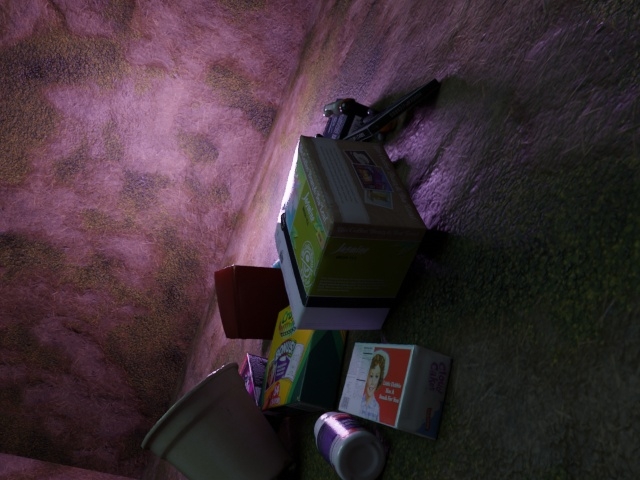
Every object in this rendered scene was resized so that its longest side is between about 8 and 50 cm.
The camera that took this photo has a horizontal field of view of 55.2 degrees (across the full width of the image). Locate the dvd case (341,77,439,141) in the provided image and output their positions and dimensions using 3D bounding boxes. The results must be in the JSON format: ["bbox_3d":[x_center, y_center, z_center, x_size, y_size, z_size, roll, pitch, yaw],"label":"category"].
[{"bbox_3d":[0.180,-0.330,1.600,0.238,0.030,0.179,-38,10,-17],"label":"dvd case"}]

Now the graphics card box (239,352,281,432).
[{"bbox_3d":[-0.227,0.565,2.030,0.233,0.094,0.371,-67,19,13],"label":"graphics card box"}]

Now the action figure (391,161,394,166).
[{"bbox_3d":[0.129,-0.142,1.617,0.091,0.139,0.281,-52,23,46],"label":"action figure"}]

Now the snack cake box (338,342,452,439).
[{"bbox_3d":[0.140,0.287,1.207,0.264,0.089,0.152,-20,52,68],"label":"snack cake box"}]

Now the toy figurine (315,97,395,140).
[{"bbox_3d":[0.093,-0.296,1.756,0.148,0.213,0.210,17,86,63],"label":"toy figurine"}]

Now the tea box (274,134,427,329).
[{"bbox_3d":[0.048,-0.018,1.417,0.329,0.219,0.324,-109,29,-47],"label":"tea box"}]

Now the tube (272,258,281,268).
[{"bbox_3d":[-0.108,0.055,2.281,0.207,0.052,0.080,-46,40,42],"label":"tube"}]

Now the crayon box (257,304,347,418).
[{"bbox_3d":[-0.052,0.323,1.720,0.363,0.106,0.313,141,144,-60],"label":"crayon box"}]

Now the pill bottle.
[{"bbox_3d":[0.053,0.429,1.291,0.193,0.108,0.108,-175,104,-72],"label":"pill bottle"}]

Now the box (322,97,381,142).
[{"bbox_3d":[0.096,-0.369,1.982,0.207,0.108,0.153,-128,58,-70],"label":"box"}]

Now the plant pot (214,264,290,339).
[{"bbox_3d":[-0.209,0.220,2.080,0.267,0.267,0.236,163,111,-65],"label":"plant pot"}]

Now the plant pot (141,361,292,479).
[{"bbox_3d":[-0.255,0.558,1.659,0.334,0.305,0.334,-42,-13,-12],"label":"plant pot"}]
